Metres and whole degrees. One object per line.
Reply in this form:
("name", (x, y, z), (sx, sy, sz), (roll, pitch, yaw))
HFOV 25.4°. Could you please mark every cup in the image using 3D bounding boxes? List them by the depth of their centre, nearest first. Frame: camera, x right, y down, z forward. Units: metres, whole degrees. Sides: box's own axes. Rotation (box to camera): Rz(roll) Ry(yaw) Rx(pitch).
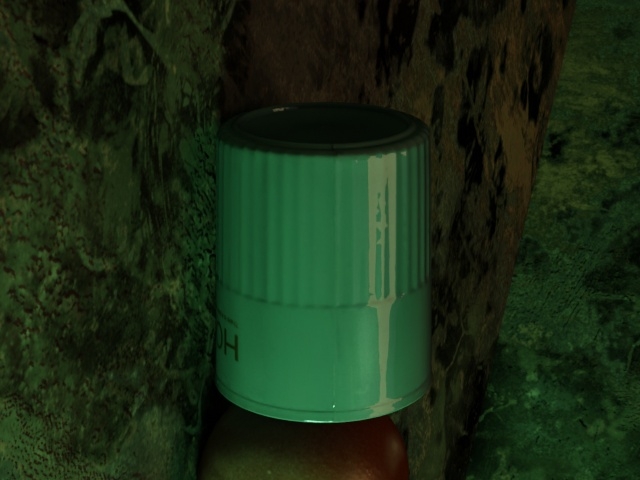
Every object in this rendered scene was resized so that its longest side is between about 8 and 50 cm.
("cup", (0.018, 0.004, 1.660), (0.331, 0.256, 0.311), (-37, 131, -60))

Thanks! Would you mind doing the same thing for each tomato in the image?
("tomato", (-0.022, 0.282, 1.682), (0.256, 0.255, 0.225), (-49, 141, -56))
